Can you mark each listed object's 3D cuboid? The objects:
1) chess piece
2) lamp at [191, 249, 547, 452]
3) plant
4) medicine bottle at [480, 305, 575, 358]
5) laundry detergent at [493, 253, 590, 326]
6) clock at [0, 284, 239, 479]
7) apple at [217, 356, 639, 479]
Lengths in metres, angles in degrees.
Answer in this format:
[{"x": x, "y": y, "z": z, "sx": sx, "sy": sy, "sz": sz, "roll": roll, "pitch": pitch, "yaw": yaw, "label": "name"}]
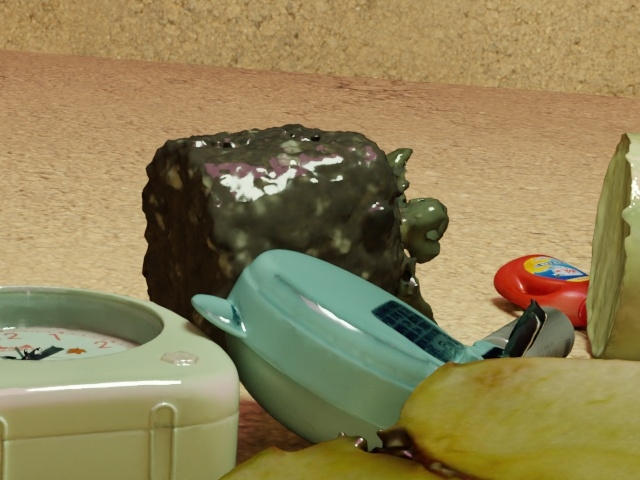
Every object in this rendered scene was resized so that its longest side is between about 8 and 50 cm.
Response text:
[{"x": 0.484, "y": 0.037, "z": 1.676, "sx": 0.442, "sy": 0.234, "sz": 0.234, "roll": 9, "pitch": 13, "yaw": 2, "label": "chess piece"}, {"x": 0.047, "y": 0.098, "z": 1.400, "sx": 0.284, "sy": 0.147, "sz": 0.209, "roll": 11, "pitch": 8, "yaw": 13, "label": "lamp"}, {"x": 0.000, "y": 0.000, "z": 1.677, "sx": 0.312, "sy": 0.215, "sz": 0.213, "roll": 0, "pitch": 10, "yaw": -25, "label": "plant"}, {"x": 0.171, "y": 0.106, "z": 1.604, "sx": 0.058, "sy": 0.057, "sz": 0.199, "roll": 10, "pitch": 15, "yaw": 26, "label": "medicine bottle"}, {"x": 0.251, "y": 0.059, "z": 1.847, "sx": 0.097, "sy": 0.049, "sz": 0.165, "roll": -9, "pitch": 18, "yaw": -21, "label": "laundry detergent"}, {"x": -0.222, "y": 0.112, "z": 1.368, "sx": 0.265, "sy": 0.108, "sz": 0.324, "roll": -3, "pitch": 14, "yaw": -20, "label": "clock"}, {"x": 0.113, "y": 0.169, "z": 0.840, "sx": 0.329, "sy": 0.295, "sz": 0.365, "roll": 26, "pitch": -4, "yaw": -33, "label": "apple"}]
